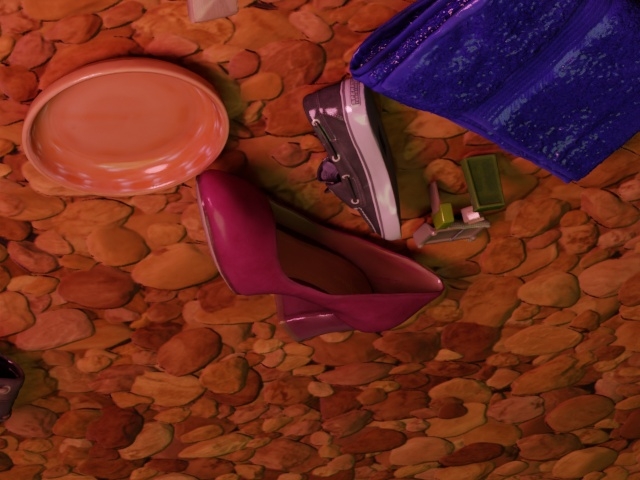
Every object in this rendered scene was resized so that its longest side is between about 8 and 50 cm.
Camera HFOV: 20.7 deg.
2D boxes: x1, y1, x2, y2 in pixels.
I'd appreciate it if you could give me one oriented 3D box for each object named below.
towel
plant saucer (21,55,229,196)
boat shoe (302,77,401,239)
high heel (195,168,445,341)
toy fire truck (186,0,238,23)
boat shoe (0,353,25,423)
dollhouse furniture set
[{"bbox_3d":[0.211,-0.166,1.687,0.308,0.076,0.228,19,137,-37],"label":"towel"},{"bbox_3d":[-0.189,-0.114,1.692,0.200,0.037,0.200,-6,146,-4],"label":"plant saucer"},{"bbox_3d":[0.031,-0.076,1.773,0.076,0.080,0.228,-9,146,9],"label":"boat shoe"},{"bbox_3d":[0.000,0.000,1.841,0.181,0.127,0.377,-17,157,12],"label":"high heel"},{"bbox_3d":[-0.025,-0.295,1.388,0.217,0.158,0.246,3,156,-19],"label":"toy fire truck"},{"bbox_3d":[-0.473,0.108,1.893,0.130,0.132,0.355,-49,131,9],"label":"boat shoe"},{"bbox_3d":[0.151,-0.041,1.902,0.076,0.058,0.151,-8,166,-16],"label":"dollhouse furniture set"}]
